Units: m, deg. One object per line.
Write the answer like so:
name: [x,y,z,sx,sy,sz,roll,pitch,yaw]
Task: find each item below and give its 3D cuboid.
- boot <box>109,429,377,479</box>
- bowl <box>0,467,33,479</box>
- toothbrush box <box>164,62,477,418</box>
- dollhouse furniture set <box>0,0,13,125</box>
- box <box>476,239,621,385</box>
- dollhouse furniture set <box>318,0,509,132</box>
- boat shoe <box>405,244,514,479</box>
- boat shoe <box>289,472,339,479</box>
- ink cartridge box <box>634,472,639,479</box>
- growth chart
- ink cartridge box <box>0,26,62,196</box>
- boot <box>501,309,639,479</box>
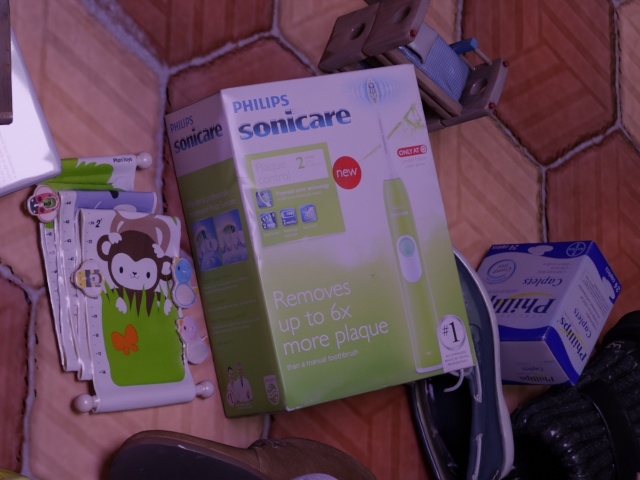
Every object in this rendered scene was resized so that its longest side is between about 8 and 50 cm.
boot: [-0.057,0.219,1.670,0.305,0.112,0.115,26,34,-31]
bowl: [-0.327,0.268,1.327,0.156,0.289,0.289,22,58,10]
toothbrush box: [0.000,0.000,1.708,0.206,0.122,0.283,-10,86,-31]
dollhouse furniture set: [-0.346,-0.168,1.371,0.242,0.161,0.212,-2,60,-8]
box: [0.210,0.072,1.899,0.072,0.126,0.137,55,49,-32]
dollhouse furniture set: [0.111,-0.220,1.874,0.129,0.129,0.184,39,57,-30]
boat shoe: [0.118,0.124,1.835,0.079,0.095,0.254,-23,106,-54]
boat shoe: [-0.061,0.350,1.583,0.335,0.121,0.119,-57,141,-5]
ink cartridge box: [0.318,0.370,1.805,0.193,0.088,0.235,-80,177,-47]
growth chart: [-0.171,0.035,1.636,0.172,0.021,0.237,-15,91,-44]
ink cartridge box: [-0.358,-0.140,1.479,0.239,0.060,0.275,-21,96,-18]
boot: [0.329,0.270,1.966,0.260,0.131,0.348,-40,103,-43]
